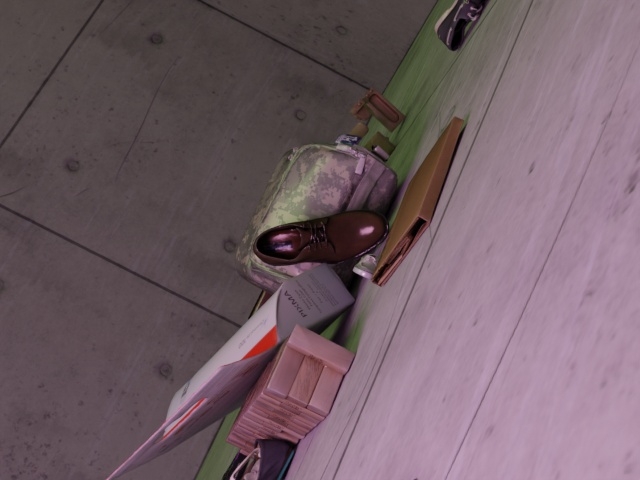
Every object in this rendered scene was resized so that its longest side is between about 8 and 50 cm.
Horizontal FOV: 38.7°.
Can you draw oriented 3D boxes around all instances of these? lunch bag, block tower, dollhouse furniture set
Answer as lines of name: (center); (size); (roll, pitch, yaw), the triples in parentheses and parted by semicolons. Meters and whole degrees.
lunch bag: (0.004, -0.028, 1.663); (0.305, 0.212, 0.256); (-64, 20, -8)
block tower: (-0.054, 0.234, 1.310); (0.097, 0.090, 0.335); (-66, 3, -32)
dollhouse furniture set: (0.150, -0.301, 2.257); (0.151, 0.144, 0.123); (-48, 2, -23)

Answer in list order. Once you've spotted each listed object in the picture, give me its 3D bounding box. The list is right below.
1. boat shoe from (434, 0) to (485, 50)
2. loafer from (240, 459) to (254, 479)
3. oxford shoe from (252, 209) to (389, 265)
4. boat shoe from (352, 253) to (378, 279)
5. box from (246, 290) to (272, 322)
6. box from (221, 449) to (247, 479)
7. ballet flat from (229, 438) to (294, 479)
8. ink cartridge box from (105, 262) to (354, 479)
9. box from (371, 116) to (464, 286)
boat shoe: (0.299, -0.455, 1.799); (0.206, 0.075, 0.065); (-50, 55, 53)
loafer: (-0.113, 0.389, 1.343); (0.148, 0.056, 0.050); (-52, -7, -46)
oxford shoe: (0.000, 0.000, 1.480); (0.096, 0.227, 0.083); (29, -133, -81)
boat shoe: (0.073, 0.037, 1.400); (0.100, 0.035, 0.035); (-34, -31, -82)
box: (-0.011, 0.033, 1.907); (0.382, 0.143, 0.191); (-61, 3, -2)
box: (-0.193, 0.512, 1.850); (0.116, 0.029, 0.162); (-59, 6, 40)
ballet flat: (-0.097, 0.349, 1.232); (0.074, 0.074, 0.203); (-60, 4, 44)
ink cartridge box: (-0.148, 0.194, 1.392); (0.308, 0.091, 0.385); (-45, -13, 28)
box: (0.134, -0.054, 1.254); (0.201, 0.021, 0.164); (-65, 4, -39)
